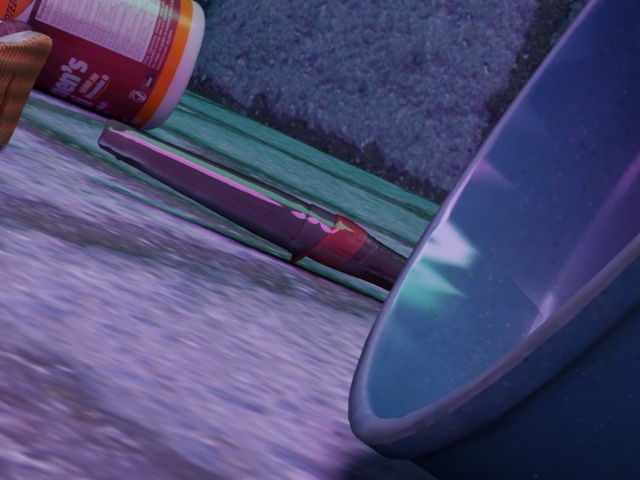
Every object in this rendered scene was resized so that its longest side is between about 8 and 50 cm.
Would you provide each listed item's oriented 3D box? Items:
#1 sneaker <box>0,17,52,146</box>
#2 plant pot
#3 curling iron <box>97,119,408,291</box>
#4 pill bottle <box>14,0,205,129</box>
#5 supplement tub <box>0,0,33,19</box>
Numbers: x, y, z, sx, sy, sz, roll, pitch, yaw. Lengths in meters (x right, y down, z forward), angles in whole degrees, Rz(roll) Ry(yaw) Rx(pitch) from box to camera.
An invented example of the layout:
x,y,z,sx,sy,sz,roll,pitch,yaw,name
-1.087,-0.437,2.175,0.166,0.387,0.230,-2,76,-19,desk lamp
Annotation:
x,y,z,sx,sy,sz,roll,pitch,yaw,name
-0.192,-0.091,0.903,0.084,0.070,0.185,24,3,0,sneaker
0.188,0.019,0.478,0.255,0.272,0.271,38,3,-7,plant pot
0.000,0.000,1.013,0.274,0.035,0.068,23,0,-14,curling iron
-0.219,-0.186,1.522,0.221,0.121,0.121,21,5,-20,pill bottle
-0.360,-0.278,1.366,0.338,0.207,0.207,26,5,38,supplement tub
